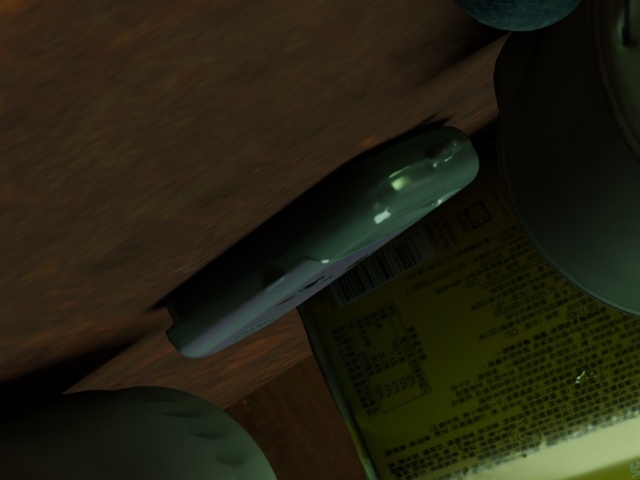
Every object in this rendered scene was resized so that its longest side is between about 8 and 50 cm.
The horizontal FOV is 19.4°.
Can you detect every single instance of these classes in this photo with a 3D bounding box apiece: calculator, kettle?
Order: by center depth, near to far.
[{"bbox_3d":[0.223,-0.066,0.840,0.265,0.205,0.318,-3,173,-3],"label":"kettle"},{"bbox_3d":[0.000,0.000,1.199,0.246,0.045,0.141,-37,174,34],"label":"calculator"}]

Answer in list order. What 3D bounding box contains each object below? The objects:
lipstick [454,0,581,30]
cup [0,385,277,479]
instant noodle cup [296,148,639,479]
[{"bbox_3d":[0.080,-0.119,0.503,0.053,0.053,0.234,-31,173,-14],"label":"lipstick"},{"bbox_3d":[-0.172,0.229,1.199,0.253,0.253,0.371,-34,176,21],"label":"cup"},{"bbox_3d":[0.131,0.086,1.462,0.254,0.325,0.325,-23,175,-1],"label":"instant noodle cup"}]
